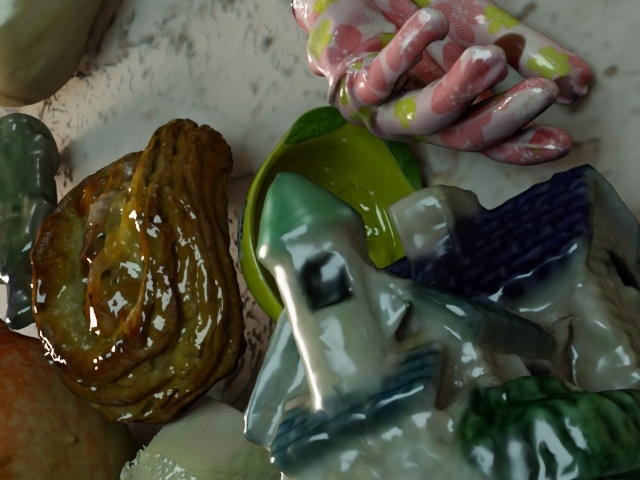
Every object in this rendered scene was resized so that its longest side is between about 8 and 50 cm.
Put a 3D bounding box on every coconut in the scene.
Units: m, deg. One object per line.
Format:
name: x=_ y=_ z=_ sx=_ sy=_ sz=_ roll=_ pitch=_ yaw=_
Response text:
coconut: x=-0.081 y=0.177 z=1.320 sx=0.116 sy=0.122 sz=0.116 roll=17 pitch=126 yaw=25

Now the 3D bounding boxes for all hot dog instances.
hot dog: x=-0.136 y=0.006 z=1.340 sx=0.175 sy=0.114 sz=0.259 roll=-40 pitch=38 yaw=27

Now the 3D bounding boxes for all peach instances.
peach: x=-0.253 y=0.176 z=1.370 sx=0.232 sy=0.232 sz=0.256 roll=-29 pitch=60 yaw=26

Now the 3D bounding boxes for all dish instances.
dish: x=0.000 y=0.000 z=1.301 sx=0.080 sy=0.149 sz=0.207 roll=-34 pitch=38 yaw=56

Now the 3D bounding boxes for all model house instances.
model house: x=0.099 y=0.076 z=1.107 sx=0.243 sy=0.298 sz=0.284 roll=-34 pitch=63 yaw=23

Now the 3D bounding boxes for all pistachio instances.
pistachio: x=-0.239 y=-0.198 z=1.506 sx=0.185 sy=0.124 sz=0.124 roll=-48 pitch=59 yaw=9

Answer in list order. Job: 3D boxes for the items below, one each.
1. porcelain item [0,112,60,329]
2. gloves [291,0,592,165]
porcelain item: x=-0.241 y=-0.011 z=1.447 sx=0.081 sy=0.069 sz=0.215 roll=-27 pitch=42 yaw=8
gloves: x=0.086 y=-0.116 z=1.262 sx=0.126 sy=0.145 sz=0.241 roll=-54 pitch=53 yaw=23
